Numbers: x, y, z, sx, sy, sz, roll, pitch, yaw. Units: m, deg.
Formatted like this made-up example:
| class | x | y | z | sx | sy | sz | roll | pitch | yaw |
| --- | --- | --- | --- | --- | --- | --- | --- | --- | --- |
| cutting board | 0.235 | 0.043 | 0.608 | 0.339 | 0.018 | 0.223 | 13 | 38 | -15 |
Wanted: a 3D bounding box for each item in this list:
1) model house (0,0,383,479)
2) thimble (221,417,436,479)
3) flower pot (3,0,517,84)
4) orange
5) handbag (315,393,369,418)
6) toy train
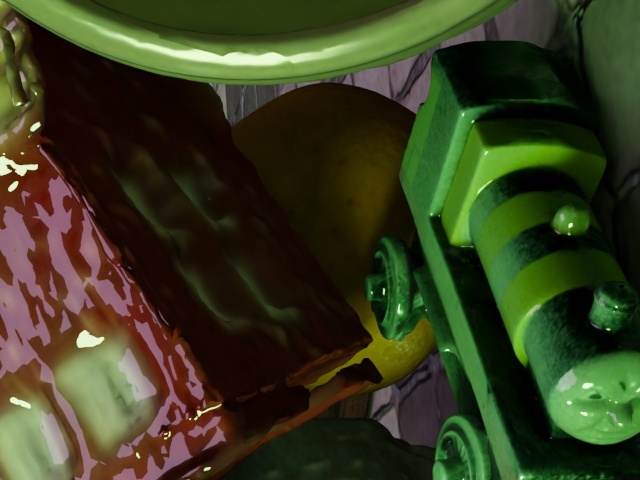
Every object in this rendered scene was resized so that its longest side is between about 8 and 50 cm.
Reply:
| class | x | y | z | sx | sy | sz | roll | pitch | yaw |
| --- | --- | --- | --- | --- | --- | --- | --- | --- | --- |
| model house | -0.128 | 0.011 | 0.552 | 0.254 | 0.196 | 0.160 | 60 | -155 | 12 |
| thimble | -0.003 | 0.219 | 0.650 | 0.236 | 0.205 | 0.172 | -53 | 37 | 22 |
| flower pot | -0.022 | -0.222 | 0.483 | 0.244 | 0.307 | 0.307 | -87 | 0 | -71 |
| orange | 0.000 | 0.000 | 0.662 | 0.136 | 0.159 | 0.159 | 4 | 97 | 42 |
| handbag | -0.015 | 0.035 | 0.938 | 0.193 | 0.072 | 0.151 | -109 | 21 | -57 |
| toy train | 0.078 | 0.025 | 0.512 | 0.200 | 0.083 | 0.132 | -108 | 24 | -48 |
